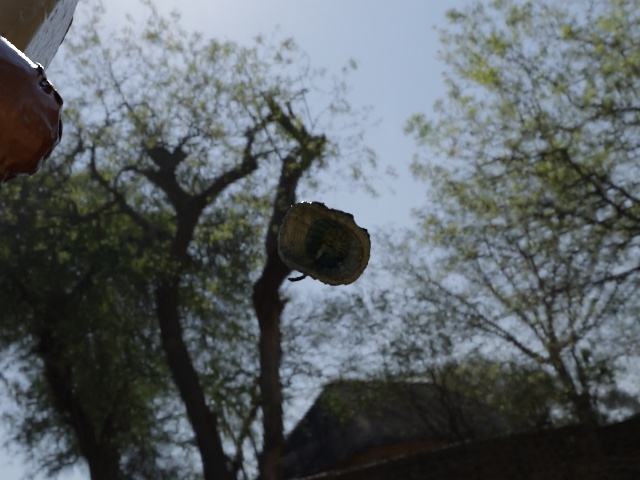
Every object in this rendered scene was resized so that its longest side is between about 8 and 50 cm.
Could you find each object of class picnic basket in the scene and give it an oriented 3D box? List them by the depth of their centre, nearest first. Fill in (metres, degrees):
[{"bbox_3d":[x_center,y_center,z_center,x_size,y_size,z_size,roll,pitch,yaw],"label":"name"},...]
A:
[{"bbox_3d":[0.000,0.000,0.686,0.083,0.083,0.065,1,-68,-64],"label":"picnic basket"}]

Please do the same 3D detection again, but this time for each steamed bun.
[{"bbox_3d":[-0.303,-0.181,0.734,0.131,0.228,0.177,30,-42,-12],"label":"steamed bun"}]

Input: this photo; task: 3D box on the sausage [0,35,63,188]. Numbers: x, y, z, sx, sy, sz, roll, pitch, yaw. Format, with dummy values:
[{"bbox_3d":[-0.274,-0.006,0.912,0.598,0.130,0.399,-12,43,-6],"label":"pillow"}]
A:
[{"bbox_3d":[-0.254,-0.083,0.295,0.327,0.087,0.079,12,-64,-31],"label":"sausage"}]
